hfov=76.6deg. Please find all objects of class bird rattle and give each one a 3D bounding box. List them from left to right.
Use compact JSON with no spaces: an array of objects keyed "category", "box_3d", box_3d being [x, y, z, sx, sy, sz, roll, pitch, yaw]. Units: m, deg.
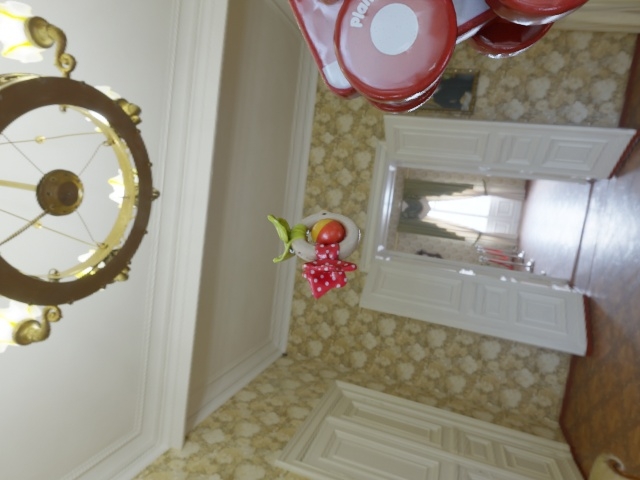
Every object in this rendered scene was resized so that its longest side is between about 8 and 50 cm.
[{"category":"bird rattle","box_3d":[0.000,0.000,0.934,0.206,0.253,0.143,-37,-50,-29]}]

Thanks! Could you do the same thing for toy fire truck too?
[{"category":"toy fire truck","box_3d":[0.098,-0.277,0.370,0.254,0.302,0.169,63,-162,-7]}]
